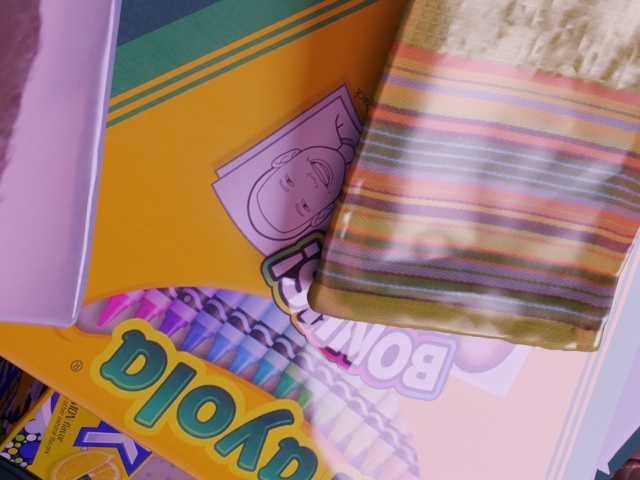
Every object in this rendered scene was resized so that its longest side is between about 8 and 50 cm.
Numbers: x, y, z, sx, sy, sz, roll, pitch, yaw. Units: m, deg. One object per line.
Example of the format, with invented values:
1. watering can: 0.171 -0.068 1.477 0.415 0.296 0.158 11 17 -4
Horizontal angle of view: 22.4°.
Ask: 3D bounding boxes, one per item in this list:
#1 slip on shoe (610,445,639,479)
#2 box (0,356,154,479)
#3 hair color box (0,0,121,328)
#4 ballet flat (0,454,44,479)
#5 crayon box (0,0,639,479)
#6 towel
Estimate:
1. slip on shoe: 0.191 0.125 0.754 0.135 0.041 0.051 13 131 -20
2. box: -0.088 0.054 0.634 0.059 0.054 0.169 24 127 -29
3. hair color box: -0.115 -0.178 0.286 0.185 0.113 0.374 5 114 -13
4. ballet flat: -0.170 0.106 0.619 0.213 0.072 0.068 20 143 19
5. crayon box: 0.000 0.000 0.529 0.278 0.081 0.165 38 92 -34
6. towel: 0.075 -0.073 0.445 0.102 0.021 0.237 6 119 -24
